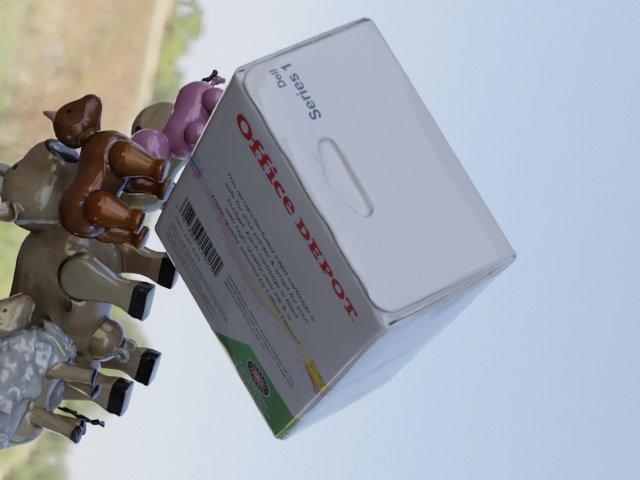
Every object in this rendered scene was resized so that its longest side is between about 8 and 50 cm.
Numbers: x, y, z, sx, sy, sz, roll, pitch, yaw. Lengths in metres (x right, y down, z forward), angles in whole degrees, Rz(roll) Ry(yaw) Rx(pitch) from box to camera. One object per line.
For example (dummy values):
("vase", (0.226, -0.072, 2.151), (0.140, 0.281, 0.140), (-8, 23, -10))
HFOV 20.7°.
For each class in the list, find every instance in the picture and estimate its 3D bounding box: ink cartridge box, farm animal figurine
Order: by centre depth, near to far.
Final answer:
("ink cartridge box", (0.000, 0.000, 1.253), (0.201, 0.117, 0.278), (59, -25, 11))
("farm animal figurine", (-0.201, -0.003, 1.501), (0.330, 0.172, 0.326), (-19, 128, -78))
